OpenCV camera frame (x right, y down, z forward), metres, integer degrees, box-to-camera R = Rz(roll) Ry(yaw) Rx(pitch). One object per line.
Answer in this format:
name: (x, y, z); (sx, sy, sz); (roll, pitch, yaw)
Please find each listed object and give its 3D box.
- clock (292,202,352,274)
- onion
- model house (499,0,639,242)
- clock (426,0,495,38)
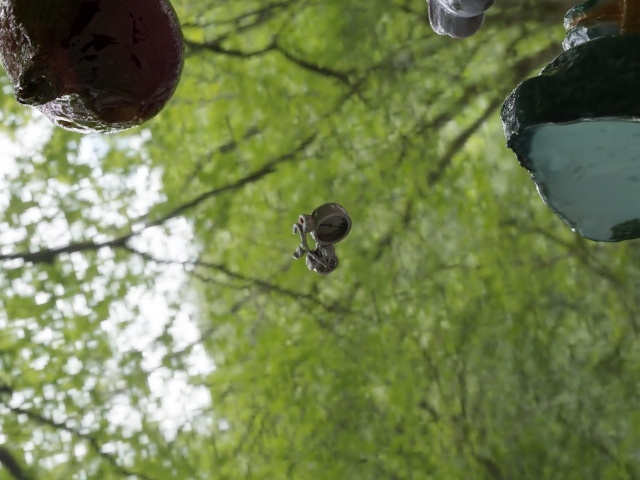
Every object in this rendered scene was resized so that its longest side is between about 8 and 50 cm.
clock: (0.000, 0.000, 1.801); (0.041, 0.087, 0.129); (-120, 29, -43)
onion: (-0.426, -0.328, 2.048); (0.385, 0.348, 0.347); (-63, -44, -57)
model house: (0.277, -0.167, 0.940); (0.253, 0.184, 0.291); (31, -114, -51)
clock: (0.183, -0.390, 1.617); (0.189, 0.189, 0.254); (61, -176, -39)
